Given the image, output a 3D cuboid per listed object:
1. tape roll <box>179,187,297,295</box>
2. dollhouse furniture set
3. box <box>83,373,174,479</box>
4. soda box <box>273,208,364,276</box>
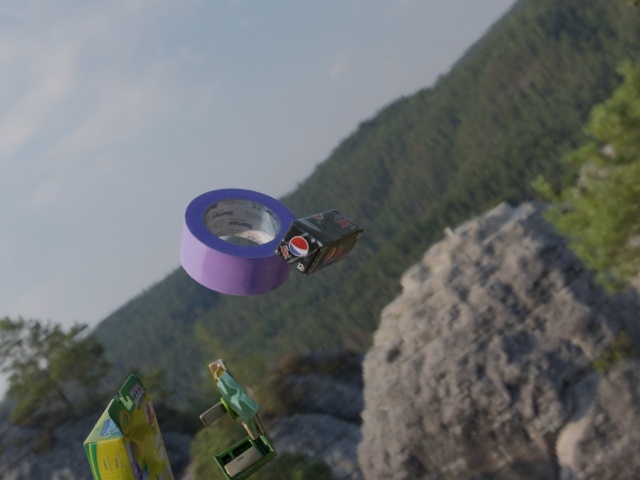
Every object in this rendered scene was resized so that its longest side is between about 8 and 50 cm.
[{"bbox_3d":[-0.132,0.000,1.705,0.189,0.189,0.080,-37,-32,-47],"label":"tape roll"},{"bbox_3d":[-0.091,0.189,1.058,0.058,0.076,0.152,-33,-33,-13],"label":"dollhouse furniture set"},{"bbox_3d":[-0.173,0.224,0.980,0.043,0.179,0.105,-10,13,6],"label":"box"},{"bbox_3d":[0.000,0.000,1.458,0.053,0.060,0.169,-58,-13,17],"label":"soda box"}]
